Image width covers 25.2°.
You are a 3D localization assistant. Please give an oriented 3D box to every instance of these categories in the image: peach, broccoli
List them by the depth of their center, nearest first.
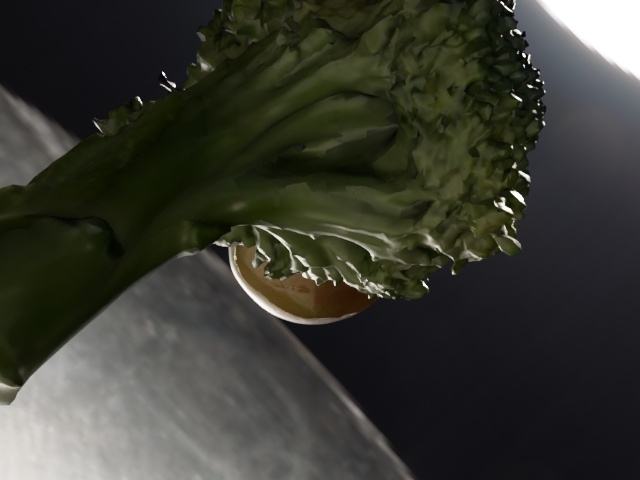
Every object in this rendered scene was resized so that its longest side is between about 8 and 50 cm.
[{"bbox_3d":[-0.035,-0.045,0.838,0.275,0.353,0.397,50,17,6],"label":"broccoli"},{"bbox_3d":[0.000,0.000,1.491,0.184,0.184,0.184,46,0,0],"label":"peach"}]
